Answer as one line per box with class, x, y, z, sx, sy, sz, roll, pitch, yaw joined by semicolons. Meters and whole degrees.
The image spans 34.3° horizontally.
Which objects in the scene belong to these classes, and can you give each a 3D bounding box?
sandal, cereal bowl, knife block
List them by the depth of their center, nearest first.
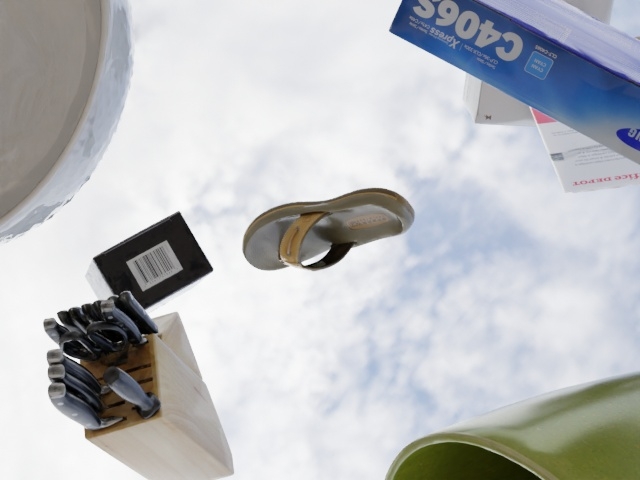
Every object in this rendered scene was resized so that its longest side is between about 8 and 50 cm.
cereal bowl;-0.297;-0.147;0.827;0.338;0.141;0.339;-1;-92;13
sandal;0.000;0.000;0.919;0.180;0.072;0.049;-13;-131;33
knife block;-0.189;0.180;1.074;0.088;0.276;0.242;-16;-166;9

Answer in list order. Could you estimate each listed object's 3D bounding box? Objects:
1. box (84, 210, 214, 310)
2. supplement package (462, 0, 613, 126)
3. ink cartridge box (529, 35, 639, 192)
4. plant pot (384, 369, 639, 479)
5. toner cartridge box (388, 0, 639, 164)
box;-0.270;0.052;1.612;0.153;0.108;0.207;-30;180;-20
supplement package;0.367;-0.338;1.767;0.204;0.262;0.145;3;-154;-3
ink cartridge box;0.440;-0.190;1.630;0.171;0.237;0.100;-7;-128;26
plant pot;0.238;0.195;0.699;0.293;0.275;0.274;-22;-143;-31
toner cartridge box;0.257;-0.189;1.092;0.347;0.165;0.075;30;-58;8
